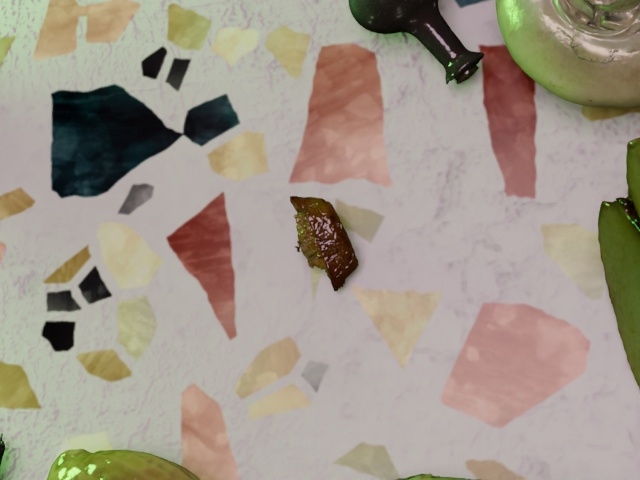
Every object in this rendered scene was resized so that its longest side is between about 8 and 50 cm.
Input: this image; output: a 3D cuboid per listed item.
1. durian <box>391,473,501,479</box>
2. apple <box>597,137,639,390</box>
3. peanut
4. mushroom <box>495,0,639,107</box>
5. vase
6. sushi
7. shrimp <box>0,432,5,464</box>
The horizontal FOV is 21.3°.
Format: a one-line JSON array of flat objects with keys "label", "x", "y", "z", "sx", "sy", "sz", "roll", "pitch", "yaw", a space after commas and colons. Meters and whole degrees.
[{"label": "durian", "x": 0.099, "y": 0.316, "z": 1.823, "sx": 0.375, "sy": 0.107, "sz": 0.132, "roll": -6, "pitch": 57, "yaw": -8}, {"label": "apple", "x": 0.400, "y": 0.065, "z": 1.706, "sx": 0.328, "sy": 0.295, "sz": 0.365, "roll": -35, "pitch": 58, "yaw": 30}, {"label": "peanut", "x": -0.175, "y": 0.321, "z": 1.878, "sx": 0.305, "sy": 0.147, "sz": 0.147, "roll": 31, "pitch": 86, "yaw": 18}, {"label": "mushroom", "x": 0.318, "y": -0.264, "z": 1.863, "sx": 0.246, "sy": 0.202, "sz": 0.246, "roll": 0, "pitch": 84, "yaw": 4}, {"label": "vase", "x": 0.114, "y": -0.259, "z": 1.960, "sx": 0.120, "sy": 0.120, "sz": 0.183, "roll": -39, "pitch": 87, "yaw": 2}, {"label": "sushi", "x": 0.000, "y": -0.001, "z": 1.948, "sx": 0.060, "sy": 0.061, "sz": 0.118, "roll": -25, "pitch": 74, "yaw": -6}, {"label": "shrimp", "x": -0.415, "y": 0.306, "z": 1.986, "sx": 0.174, "sy": 0.076, "sz": 0.082, "roll": -51, "pitch": 31, "yaw": 3}]
